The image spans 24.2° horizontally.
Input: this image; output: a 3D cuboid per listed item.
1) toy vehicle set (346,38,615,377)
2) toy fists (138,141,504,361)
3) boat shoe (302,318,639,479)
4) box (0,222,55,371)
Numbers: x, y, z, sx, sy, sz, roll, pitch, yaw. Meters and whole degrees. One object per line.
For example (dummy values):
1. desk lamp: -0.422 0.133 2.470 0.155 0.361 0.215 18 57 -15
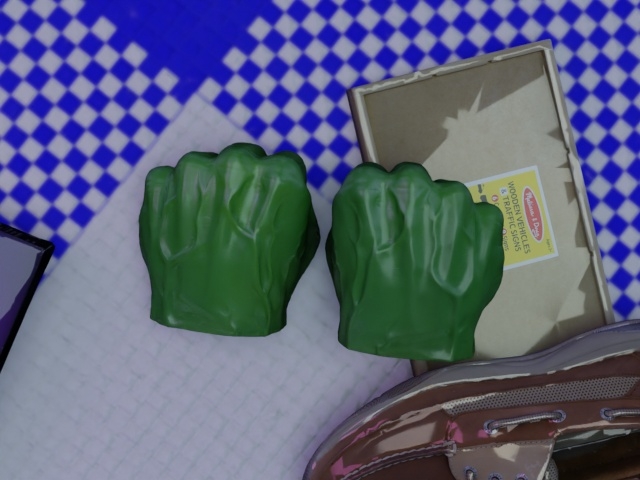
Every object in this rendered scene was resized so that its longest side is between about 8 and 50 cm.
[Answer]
1. toy vehicle set: 0.131 -0.012 1.197 0.166 0.035 0.267 -14 94 -6
2. toy fists: 0.000 0.000 1.134 0.279 0.096 0.142 8 106 9
3. boat shoe: 0.144 0.161 1.139 0.324 0.116 0.123 -21 137 1
4. box: -0.336 0.089 1.115 0.184 0.103 0.261 23 90 -5
